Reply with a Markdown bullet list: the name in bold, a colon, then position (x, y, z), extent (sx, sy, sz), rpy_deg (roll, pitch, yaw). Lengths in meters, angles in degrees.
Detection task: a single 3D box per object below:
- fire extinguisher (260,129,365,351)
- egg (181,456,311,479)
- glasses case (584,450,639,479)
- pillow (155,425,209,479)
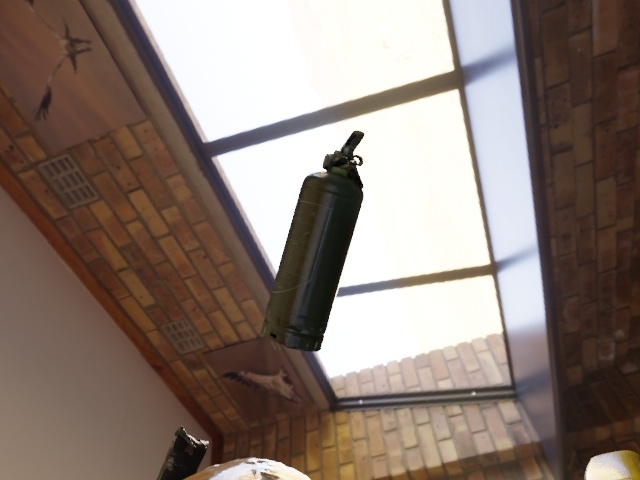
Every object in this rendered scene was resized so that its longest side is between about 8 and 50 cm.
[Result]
- **fire extinguisher**: position (0.000, 0.000, 0.654), extent (0.114, 0.095, 0.311), rpy_deg (-174, 100, -77)
- **egg**: position (-0.081, 0.313, 0.431), extent (0.195, 0.233, 0.195), rpy_deg (-34, 51, 55)
- **glasses case**: position (0.424, 0.341, 0.646), extent (0.234, 0.079, 0.064), rpy_deg (24, -140, -54)
- **pillow**: position (-0.301, 0.488, 0.972), extent (0.090, 0.048, 0.150), rpy_deg (31, -130, -17)
